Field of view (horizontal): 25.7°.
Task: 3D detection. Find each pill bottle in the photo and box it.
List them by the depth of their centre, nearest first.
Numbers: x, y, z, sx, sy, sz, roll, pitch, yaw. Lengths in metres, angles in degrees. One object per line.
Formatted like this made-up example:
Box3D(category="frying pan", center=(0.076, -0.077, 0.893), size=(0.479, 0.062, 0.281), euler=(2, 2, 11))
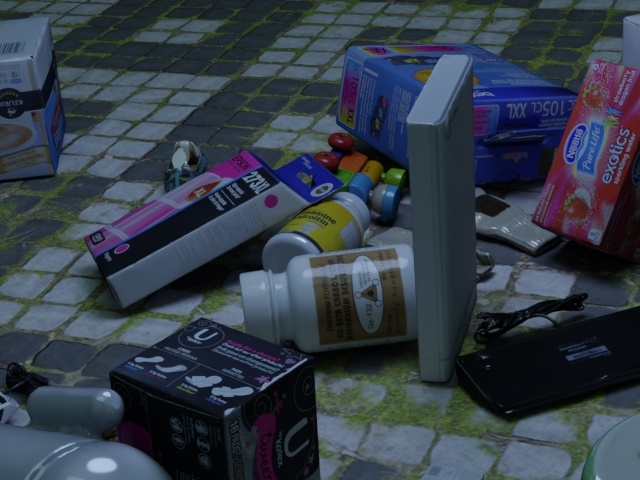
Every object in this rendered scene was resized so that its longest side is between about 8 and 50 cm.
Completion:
Box3D(category="pill bottle", center=(0.013, 0.080, 1.842), size=(0.229, 0.131, 0.131), euler=(-7, 27, -3))
Box3D(category="pill bottle", center=(0.000, 0.000, 2.032), size=(0.103, 0.103, 0.184), euler=(9, 30, 26))

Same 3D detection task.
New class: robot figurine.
Box3D(category="robot figurine", center=(-0.270, 0.288, 1.369), size=(0.353, 0.300, 0.200), euler=(1, -14, 39))

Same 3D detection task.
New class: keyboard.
Box3D(category="keyboard", center=(0.320, 0.133, 1.795), size=(0.317, 0.033, 0.201), euler=(-13, 34, -17))

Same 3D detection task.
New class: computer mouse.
Box3D(category="computer mouse", center=(-0.419, 0.215, 1.756), size=(0.106, 0.042, 0.193), euler=(20, 31, 33))

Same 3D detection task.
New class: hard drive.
Box3D(category="hard drive", center=(0.160, -0.031, 1.786), size=(0.047, 0.353, 0.233), euler=(3, 28, 15))

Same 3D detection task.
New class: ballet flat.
Box3D(category="ballet flat", center=(-0.230, -0.135, 2.382), size=(0.070, 0.070, 0.188), euler=(-5, 27, 0))

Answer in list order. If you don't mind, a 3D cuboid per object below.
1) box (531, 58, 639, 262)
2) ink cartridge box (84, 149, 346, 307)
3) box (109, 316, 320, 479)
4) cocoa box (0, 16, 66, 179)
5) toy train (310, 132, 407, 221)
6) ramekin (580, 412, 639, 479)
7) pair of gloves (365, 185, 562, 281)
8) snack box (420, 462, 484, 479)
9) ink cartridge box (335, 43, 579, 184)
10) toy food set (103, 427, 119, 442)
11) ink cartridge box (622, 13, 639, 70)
Box3D(category="box", center=(0.420, -0.113, 1.996), size=(0.128, 0.257, 0.122), euler=(23, 3, 43))
Box3D(category="ink cartridge box", center=(-0.159, -0.039, 2.064), size=(0.371, 0.069, 0.176), euler=(-27, 26, -10))
Box3D(category="box", center=(-0.098, 0.229, 1.438), size=(0.163, 0.247, 0.142), euler=(17, 33, 35))
Box3D(category="cocoa box", center=(-0.644, -0.241, 2.482), size=(0.347, 0.228, 0.231), euler=(-6, 27, -2))
Box3D(category="toy train", center=(0.076, -0.110, 2.255), size=(0.143, 0.105, 0.248), euler=(15, 28, 11))
Box3D(category="ramekin", center=(0.382, 0.285, 1.331), size=(0.303, 0.148, 0.303), euler=(-1, 28, 0))
Box3D(category="pair of gloves", center=(0.212, -0.009, 2.080), size=(0.240, 0.042, 0.204), euler=(-23, 32, -30))
Box3D(category="snack box", center=(0.117, 0.301, 1.507), size=(0.064, 0.022, 0.178), euler=(9, 30, 24))
Box3D(category="ink cartridge box", center=(0.239, -0.203, 2.296), size=(0.270, 0.151, 0.395), euler=(-6, 26, -27))
Box3D(category="toy food set", center=(-0.254, 0.246, 1.685), size=(0.078, 0.019, 0.122), euler=(-1, 27, 9))
Box3D(category="ink cartridge box", center=(0.578, -0.213, 2.142), size=(0.211, 0.289, 0.121), euler=(-15, 29, -19))
